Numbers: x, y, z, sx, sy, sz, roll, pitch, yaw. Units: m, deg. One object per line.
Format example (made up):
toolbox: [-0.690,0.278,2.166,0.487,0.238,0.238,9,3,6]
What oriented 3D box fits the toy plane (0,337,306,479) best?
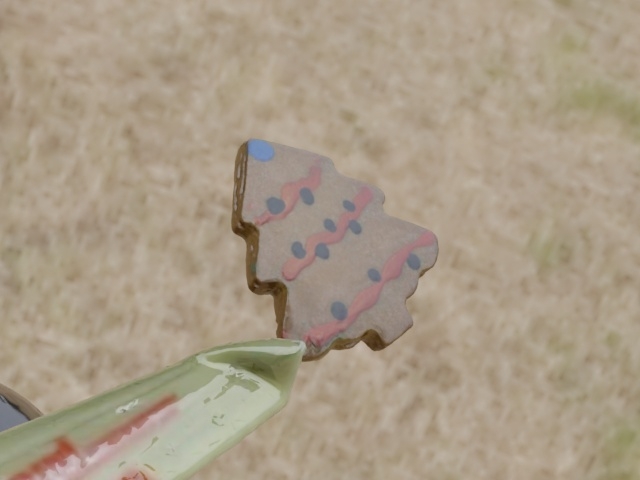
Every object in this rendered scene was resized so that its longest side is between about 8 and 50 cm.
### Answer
toy plane: [-0.073,0.091,0.274,0.244,0.092,0.229,11,42,1]

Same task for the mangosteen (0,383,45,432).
mangosteen: [-0.233,0.199,0.930,0.289,0.231,0.231,-34,51,-11]

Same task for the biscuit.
biscuit: [0.000,0.000,0.946,0.130,0.019,0.119,50,53,1]
